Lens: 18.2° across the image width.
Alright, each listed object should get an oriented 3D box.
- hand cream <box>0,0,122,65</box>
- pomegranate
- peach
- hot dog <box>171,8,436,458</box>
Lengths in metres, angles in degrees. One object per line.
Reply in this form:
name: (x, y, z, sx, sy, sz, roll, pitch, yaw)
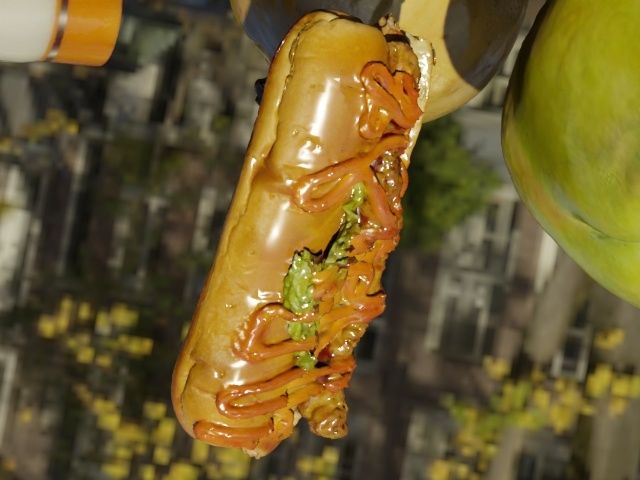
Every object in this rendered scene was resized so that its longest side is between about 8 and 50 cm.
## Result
hand cream: (-0.310, -0.193, 1.502, 0.314, 0.139, 0.089, 1, 152, -24)
pomegranate: (0.056, -0.254, 1.885, 0.307, 0.307, 0.307, 10, 178, 0)
peach: (0.282, -0.106, 1.353, 0.314, 0.315, 0.281, 21, 157, 14)
hot dog: (0.000, 0.000, 1.468, 0.117, 0.348, 0.158, 23, -171, 28)
